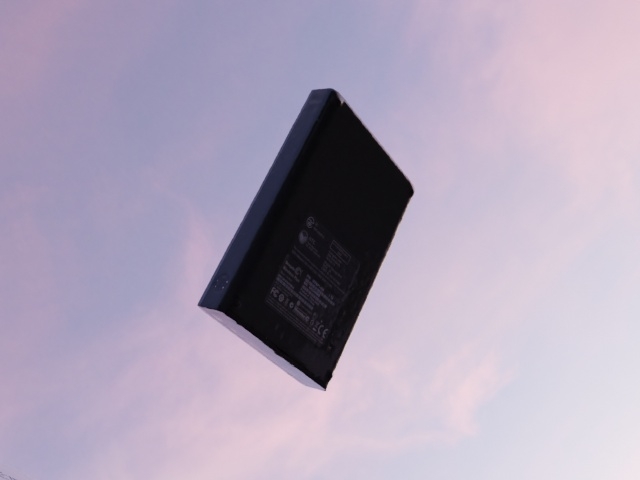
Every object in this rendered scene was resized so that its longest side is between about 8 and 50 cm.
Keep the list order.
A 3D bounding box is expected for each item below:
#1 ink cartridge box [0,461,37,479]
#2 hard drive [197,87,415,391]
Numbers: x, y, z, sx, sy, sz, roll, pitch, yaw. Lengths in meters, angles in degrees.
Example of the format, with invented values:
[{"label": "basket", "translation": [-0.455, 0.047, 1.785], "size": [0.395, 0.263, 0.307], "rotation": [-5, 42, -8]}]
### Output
[{"label": "ink cartridge box", "translation": [-0.203, 0.239, 0.428], "size": [0.158, 0.092, 0.217], "rotation": [42, -108, -31]}, {"label": "hard drive", "translation": [0.000, 0.000, 0.423], "size": [0.094, 0.022, 0.135], "rotation": [45, -117, -40]}]
